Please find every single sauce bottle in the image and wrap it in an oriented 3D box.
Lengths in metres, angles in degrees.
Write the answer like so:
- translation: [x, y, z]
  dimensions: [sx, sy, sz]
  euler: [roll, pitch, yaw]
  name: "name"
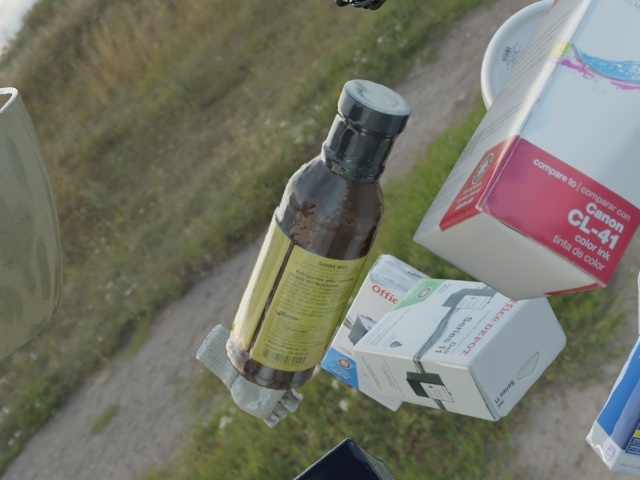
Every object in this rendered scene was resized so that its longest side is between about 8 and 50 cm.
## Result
- translation: [0.000, 0.000, 1.045]
  dimensions: [0.111, 0.111, 0.344]
  euler: [-81, 13, -59]
  name: "sauce bottle"

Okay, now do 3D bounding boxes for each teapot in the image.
- translation: [0.372, -0.244, 1.573]
  dimensions: [0.256, 0.252, 0.187]
  euler: [-24, -6, 13]
  name: "teapot"

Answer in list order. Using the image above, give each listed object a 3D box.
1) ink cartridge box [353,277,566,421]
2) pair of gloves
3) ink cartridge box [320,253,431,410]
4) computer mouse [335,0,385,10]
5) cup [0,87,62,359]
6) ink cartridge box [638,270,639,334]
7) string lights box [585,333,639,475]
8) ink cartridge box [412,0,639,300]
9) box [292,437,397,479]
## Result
- translation: [0.167, 0.126, 1.219]
  dimensions: [0.153, 0.087, 0.208]
  euler: [-42, 25, -29]
  name: "ink cartridge box"
- translation: [-0.074, 0.185, 1.729]
  dimensions: [0.240, 0.204, 0.042]
  euler: [-46, 16, -24]
  name: "pair of gloves"
- translation: [0.105, 0.139, 1.520]
  dimensions: [0.190, 0.140, 0.082]
  euler: [-65, -10, 29]
  name: "ink cartridge box"
- translation: [0.062, -0.249, 0.565]
  dimensions: [0.184, 0.060, 0.262]
  euler: [-49, -25, -7]
  name: "computer mouse"
- translation: [-0.423, 0.012, 1.124]
  dimensions: [0.331, 0.237, 0.331]
  euler: [-23, 24, 11]
  name: "cup"
- translation: [0.653, 0.108, 1.578]
  dimensions: [0.308, 0.091, 0.385]
  euler: [-5, 33, 31]
  name: "ink cartridge box"
- translation: [0.470, 0.185, 1.318]
  dimensions: [0.077, 0.133, 0.259]
  euler: [-119, 46, -63]
  name: "string lights box"
- translation: [0.229, -0.108, 0.898]
  dimensions: [0.306, 0.131, 0.226]
  euler: [-58, 2, -9]
  name: "ink cartridge box"
- translation: [0.095, 0.517, 1.678]
  dimensions: [0.183, 0.296, 0.294]
  euler: [-38, -24, 0]
  name: "box"
